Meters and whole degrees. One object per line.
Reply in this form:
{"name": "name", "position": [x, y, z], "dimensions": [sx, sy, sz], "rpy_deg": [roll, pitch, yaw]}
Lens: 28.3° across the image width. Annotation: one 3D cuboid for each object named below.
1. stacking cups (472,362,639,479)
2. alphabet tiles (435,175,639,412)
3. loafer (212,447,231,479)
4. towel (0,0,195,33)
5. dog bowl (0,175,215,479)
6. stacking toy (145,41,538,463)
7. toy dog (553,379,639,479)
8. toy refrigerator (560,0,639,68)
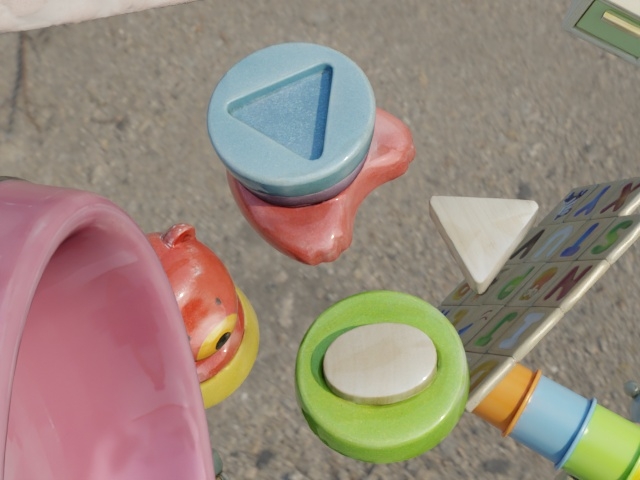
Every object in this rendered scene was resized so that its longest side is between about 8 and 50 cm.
{"name": "stacking cups", "position": [0.231, 0.189, 1.302], "dimensions": [0.316, 0.096, 0.096], "rpy_deg": [26, 81, 8]}
{"name": "alphabet tiles", "position": [0.159, 0.062, 1.161], "dimensions": [0.342, 0.285, 0.011], "rpy_deg": [-44, 99, -12]}
{"name": "loafer", "position": [-0.188, 0.290, 1.140], "dimensions": [0.267, 0.096, 0.084], "rpy_deg": [-32, 99, -16]}
{"name": "towel", "position": [-0.067, -0.273, 0.656], "dimensions": [0.317, 0.332, 0.053], "rpy_deg": [-19, 49, -36]}
{"name": "dog bowl", "position": [-0.157, 0.151, 0.607], "dimensions": [0.150, 0.408, 0.408], "rpy_deg": [-6, 66, 8]}
{"name": "stacking toy", "position": [0.000, 0.000, 0.939], "dimensions": [0.279, 0.130, 0.309], "rpy_deg": [21, 66, 16]}
{"name": "toy dog", "position": [0.413, 0.268, 1.832], "dimensions": [0.220, 0.333, 0.161], "rpy_deg": [-41, 83, 9]}
{"name": "toy refrigerator", "position": [0.423, -0.235, 1.461], "dimensions": [0.269, 0.102, 0.094], "rpy_deg": [27, 72, -1]}
